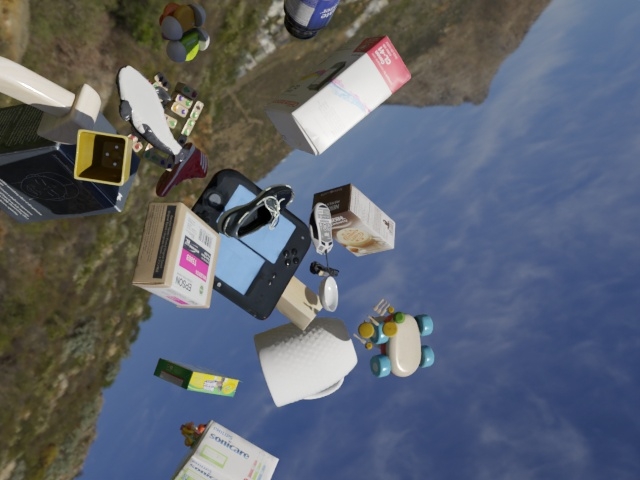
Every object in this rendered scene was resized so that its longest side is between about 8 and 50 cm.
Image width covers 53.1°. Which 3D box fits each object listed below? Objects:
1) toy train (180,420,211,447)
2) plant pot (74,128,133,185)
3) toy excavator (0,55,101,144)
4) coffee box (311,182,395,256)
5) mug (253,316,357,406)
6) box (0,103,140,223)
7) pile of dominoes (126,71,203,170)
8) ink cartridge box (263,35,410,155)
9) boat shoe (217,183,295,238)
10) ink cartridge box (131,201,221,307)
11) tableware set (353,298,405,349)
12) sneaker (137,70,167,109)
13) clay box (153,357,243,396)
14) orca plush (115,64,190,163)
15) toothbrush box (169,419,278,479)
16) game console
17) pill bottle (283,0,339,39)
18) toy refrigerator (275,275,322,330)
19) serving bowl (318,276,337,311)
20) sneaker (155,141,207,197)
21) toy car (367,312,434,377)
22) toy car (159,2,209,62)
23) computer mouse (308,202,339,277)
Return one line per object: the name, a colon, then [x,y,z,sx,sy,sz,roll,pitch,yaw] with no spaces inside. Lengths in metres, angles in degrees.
toy train: [-0.345,0.567,1.883,0.046,0.125,0.166,-70,-160,5]
plant pot: [-0.356,-0.140,1.077,0.081,0.081,0.083,9,-171,-2]
toy excavator: [-0.663,-0.299,1.072,0.445,0.433,0.222,5,-111,18]
coffee box: [0.100,-0.056,1.915,0.141,0.246,0.098,-15,-126,35]
mug: [-0.036,0.457,2.373,0.328,0.374,0.276,-19,-140,-4]
box: [-0.790,-0.229,1.865,0.395,0.293,0.212,-4,-125,20]
pile of dominoes: [-0.451,-0.346,1.892,0.040,0.196,0.251,26,-90,38]
ink cartridge box: [0.037,-0.365,1.596,0.306,0.131,0.226,-39,-155,-10]
boat shoe: [-0.152,-0.075,1.682,0.079,0.095,0.254,27,-142,34]
ink cartridge box: [-0.326,0.040,1.489,0.088,0.193,0.235,1,162,15]
tableware set: [0.180,0.261,1.940,0.154,0.104,0.024,-50,169,-10]
sneaker: [-0.599,-0.539,2.286,0.075,0.170,0.063,-25,-162,33]
clay box: [-0.317,0.366,1.700,0.127,0.222,0.053,12,-101,33]
orca plush: [-0.473,-0.340,1.773,0.102,0.287,0.151,-7,-136,54]
toothbrush box: [-0.270,0.627,1.691,0.283,0.206,0.122,-54,-174,40]
game console: [-0.235,0.007,1.963,0.060,0.386,0.342,-15,-138,58]
pill bottle: [-0.019,-0.572,1.511,0.123,0.123,0.219,-37,178,-20]
toy refrigerator: [-0.121,0.162,2.097,0.094,0.269,0.102,-48,175,-33]
serving bowl: [0.014,0.129,1.534,0.027,0.083,0.083,-6,-156,23]
sneaker: [-0.475,-0.224,2.265,0.221,0.128,0.087,-55,-142,-3]
toy car: [0.228,0.340,2.181,0.219,0.210,0.238,-6,-176,-28]
toy car: [-0.451,-0.667,2.045,0.136,0.182,0.159,24,-130,25]
computer mouse: [0.000,0.000,1.646,0.042,0.193,0.106,-10,172,35]
